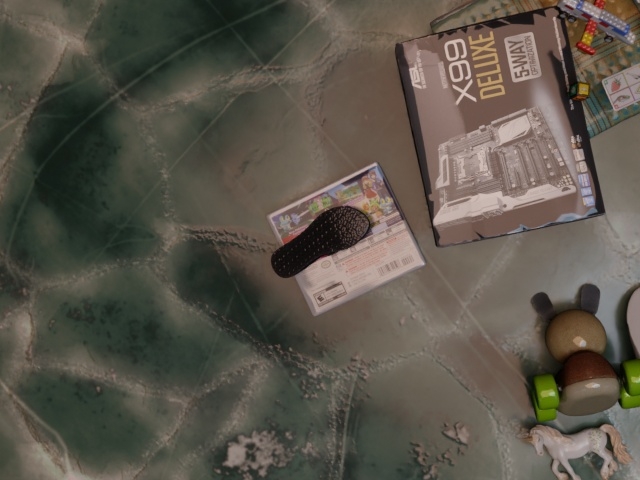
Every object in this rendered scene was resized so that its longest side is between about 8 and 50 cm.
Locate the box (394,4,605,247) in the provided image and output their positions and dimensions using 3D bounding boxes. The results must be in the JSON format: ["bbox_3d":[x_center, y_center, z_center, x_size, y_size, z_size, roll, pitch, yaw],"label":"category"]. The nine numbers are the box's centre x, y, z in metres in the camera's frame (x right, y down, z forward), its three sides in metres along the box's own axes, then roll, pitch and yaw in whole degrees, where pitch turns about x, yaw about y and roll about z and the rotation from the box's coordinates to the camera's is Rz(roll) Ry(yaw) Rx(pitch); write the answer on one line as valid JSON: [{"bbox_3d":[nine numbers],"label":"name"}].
[{"bbox_3d":[0.257,-0.161,1.172,0.243,0.076,0.307,-11,90,6],"label":"box"}]

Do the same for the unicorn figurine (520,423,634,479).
[{"bbox_3d":[0.387,0.325,1.235,0.162,0.060,0.111,-19,89,-8],"label":"unicorn figurine"}]

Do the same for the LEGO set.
[{"bbox_3d":[0.437,-0.287,1.120,0.244,0.060,0.182,-25,91,-15],"label":"LEGO set"}]

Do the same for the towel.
[{"bbox_3d":[0.390,-0.295,1.212,0.370,0.040,0.271,-27,90,6],"label":"towel"}]

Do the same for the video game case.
[{"bbox_3d":[0.040,-0.002,1.281,0.201,0.023,0.183,-26,89,9],"label":"video game case"}]

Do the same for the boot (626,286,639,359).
[{"bbox_3d":[0.501,0.169,1.206,0.069,0.086,0.189,-5,64,16],"label":"boot"}]

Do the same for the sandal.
[{"bbox_3d":[0.000,0.000,1.261,0.179,0.040,0.067,-30,83,23],"label":"sandal"}]

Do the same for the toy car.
[{"bbox_3d":[0.385,0.161,1.208,0.155,0.149,0.188,-11,63,8],"label":"toy car"}]
